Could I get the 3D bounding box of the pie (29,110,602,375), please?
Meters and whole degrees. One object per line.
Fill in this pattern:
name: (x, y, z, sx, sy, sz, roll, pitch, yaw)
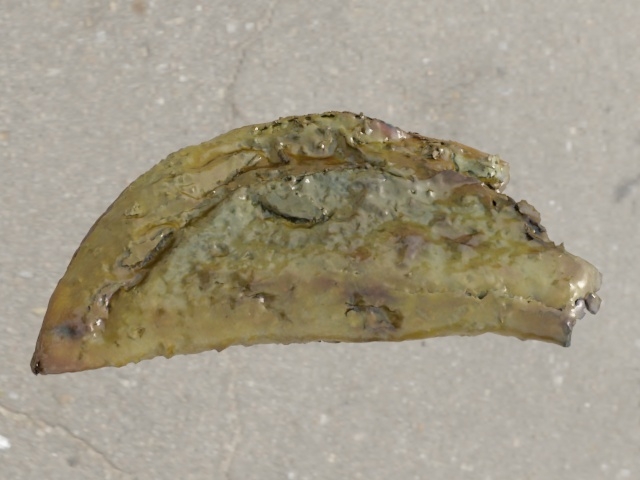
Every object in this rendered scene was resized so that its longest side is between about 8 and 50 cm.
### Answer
pie: (0.000, 0.000, 0.374, 0.034, 0.170, 0.092, 85, 6, -59)
